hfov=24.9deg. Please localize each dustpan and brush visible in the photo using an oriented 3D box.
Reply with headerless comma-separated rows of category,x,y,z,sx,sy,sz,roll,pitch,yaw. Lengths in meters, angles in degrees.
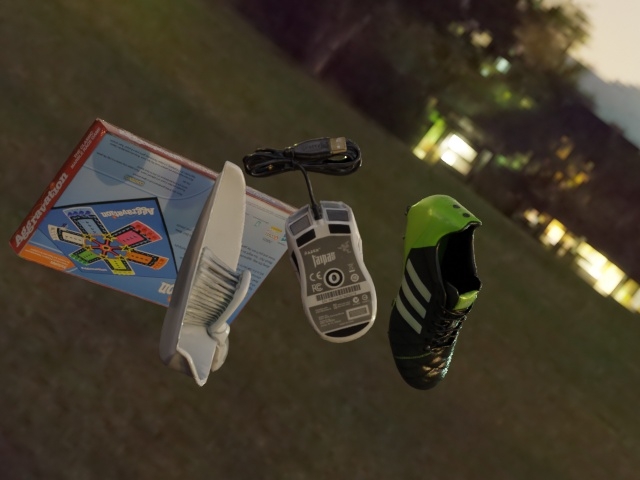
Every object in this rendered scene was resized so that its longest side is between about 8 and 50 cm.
dustpan and brush,-0.080,0.052,1.048,0.060,0.147,0.211,18,-26,-10

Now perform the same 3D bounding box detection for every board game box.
board game box,-0.147,-0.009,1.388,0.281,0.145,0.027,24,17,-47

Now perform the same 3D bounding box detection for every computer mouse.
computer mouse,0.000,0.000,1.329,0.042,0.106,0.193,-120,-163,-75

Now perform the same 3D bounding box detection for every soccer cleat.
soccer cleat,0.096,0.051,1.186,0.060,0.178,0.072,-13,29,-30
